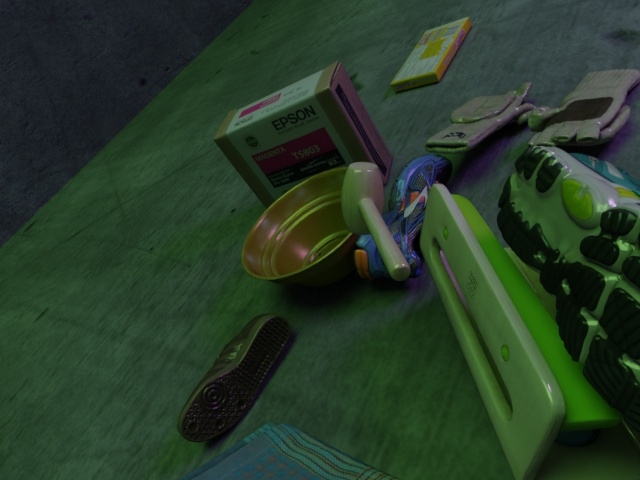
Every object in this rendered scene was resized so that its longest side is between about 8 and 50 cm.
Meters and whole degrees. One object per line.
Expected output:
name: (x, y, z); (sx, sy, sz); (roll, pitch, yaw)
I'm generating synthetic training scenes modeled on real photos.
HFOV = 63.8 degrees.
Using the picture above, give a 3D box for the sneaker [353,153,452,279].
sneaker: (0.130, -0.028, 0.676); (0.087, 0.083, 0.221); (16, 58, 29)

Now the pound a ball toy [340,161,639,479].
pound a ball toy: (0.140, 0.054, 0.464); (0.208, 0.135, 0.319); (-4, 37, -5)

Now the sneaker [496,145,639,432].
sneaker: (0.211, 0.016, 0.326); (0.110, 0.106, 0.275); (6, 36, -7)

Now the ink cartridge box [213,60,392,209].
ink cartridge box: (-0.028, -0.156, 0.863); (0.235, 0.193, 0.088); (-15, 38, 31)

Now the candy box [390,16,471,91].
candy box: (0.230, -0.385, 1.062); (0.105, 0.027, 0.205); (-3, 45, 45)

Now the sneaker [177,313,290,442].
sneaker: (-0.112, 0.174, 0.665); (0.188, 0.066, 0.071); (-47, 17, -25)

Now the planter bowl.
planter bowl: (0.000, 0.000, 0.734); (0.217, 0.090, 0.217); (-25, 33, 18)

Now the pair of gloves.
pair of gloves: (0.290, -0.167, 0.705); (0.240, 0.042, 0.204); (4, 38, 40)

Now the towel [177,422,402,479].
towel: (-0.006, 0.240, 0.355); (0.370, 0.040, 0.272); (3, 12, 45)
